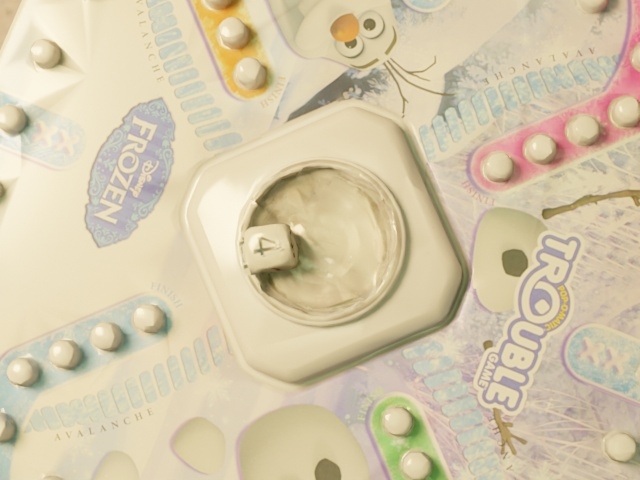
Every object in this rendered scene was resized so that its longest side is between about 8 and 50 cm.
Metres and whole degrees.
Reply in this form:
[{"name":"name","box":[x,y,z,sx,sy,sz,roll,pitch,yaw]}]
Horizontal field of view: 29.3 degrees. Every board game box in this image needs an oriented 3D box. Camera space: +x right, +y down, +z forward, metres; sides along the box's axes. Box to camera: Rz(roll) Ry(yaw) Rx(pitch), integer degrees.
[{"name":"board game box","box":[0.000,0.000,0.596,0.390,0.050,0.390,22,86,7]}]

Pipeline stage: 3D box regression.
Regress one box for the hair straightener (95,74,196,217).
[{"name":"hair straightener","box":[-0.114,0.012,0.645,0.089,0.047,0.230,25,81,13]}]
